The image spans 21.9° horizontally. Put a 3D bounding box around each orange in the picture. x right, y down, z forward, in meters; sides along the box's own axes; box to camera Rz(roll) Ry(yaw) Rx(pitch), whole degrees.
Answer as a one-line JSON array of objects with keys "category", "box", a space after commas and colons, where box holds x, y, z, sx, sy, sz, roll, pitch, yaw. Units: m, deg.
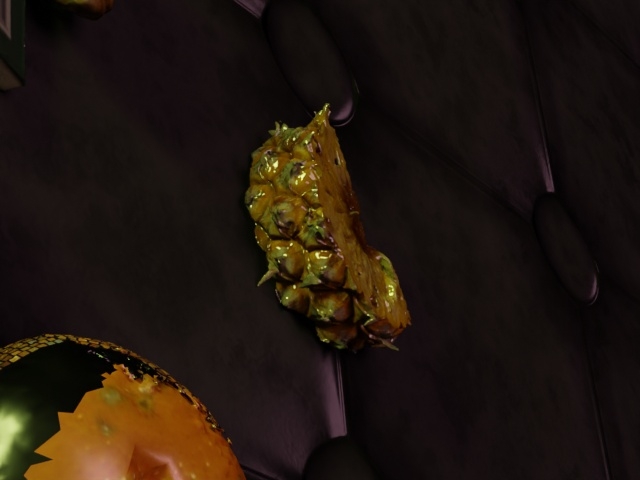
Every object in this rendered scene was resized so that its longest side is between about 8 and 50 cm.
[{"category": "orange", "box": [-0.148, 0.171, 0.987, 0.234, 0.182, 0.234, 20, 62, -43]}]

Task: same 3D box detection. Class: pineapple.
[{"category": "pineapple", "box": [-0.001, 0.001, 1.451, 0.135, 0.079, 0.233, -25, 88, -59]}]

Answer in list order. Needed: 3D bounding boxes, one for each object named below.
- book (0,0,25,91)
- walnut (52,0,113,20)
[{"category": "book", "box": [-0.290, -0.326, 1.215, 0.260, 0.043, 0.371, 54, 26, -57]}, {"category": "walnut", "box": [-0.197, -0.257, 1.318, 0.170, 0.069, 0.143, -87, 168, -52]}]
